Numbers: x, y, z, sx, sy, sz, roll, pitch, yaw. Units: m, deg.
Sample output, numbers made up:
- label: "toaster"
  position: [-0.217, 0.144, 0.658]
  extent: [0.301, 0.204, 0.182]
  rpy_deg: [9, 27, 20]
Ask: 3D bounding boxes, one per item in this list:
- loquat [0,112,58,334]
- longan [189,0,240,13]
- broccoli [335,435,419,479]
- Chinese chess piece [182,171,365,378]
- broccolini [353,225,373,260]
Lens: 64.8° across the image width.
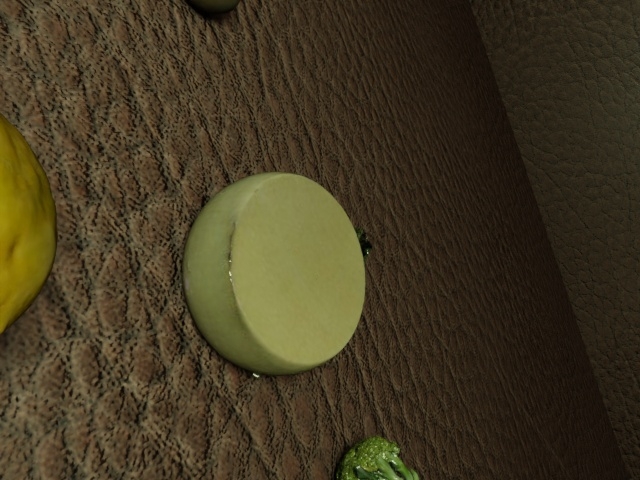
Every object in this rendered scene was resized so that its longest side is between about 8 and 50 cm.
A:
- label: "loquat"
  position: [-0.290, -0.022, 0.344]
  extent: [0.176, 0.187, 0.234]
  rpy_deg: [107, -40, -79]
- label: "longan"
  position: [-0.163, -0.393, 0.753]
  extent: [0.113, 0.092, 0.113]
  rpy_deg: [40, 23, -20]
- label: "broccoli"
  position: [0.081, 0.345, 0.721]
  extent: [0.130, 0.120, 0.131]
  rpy_deg: [-11, 108, -61]
- label: "Chinese chess piece"
  position: [-0.053, 0.043, 0.670]
  extent: [0.273, 0.102, 0.273]
  rpy_deg: [15, 69, -45]
- label: "broccolini"
  position: [-0.003, 0.007, 0.847]
  extent: [0.254, 0.071, 0.057]
  rpy_deg: [2, 115, -46]
